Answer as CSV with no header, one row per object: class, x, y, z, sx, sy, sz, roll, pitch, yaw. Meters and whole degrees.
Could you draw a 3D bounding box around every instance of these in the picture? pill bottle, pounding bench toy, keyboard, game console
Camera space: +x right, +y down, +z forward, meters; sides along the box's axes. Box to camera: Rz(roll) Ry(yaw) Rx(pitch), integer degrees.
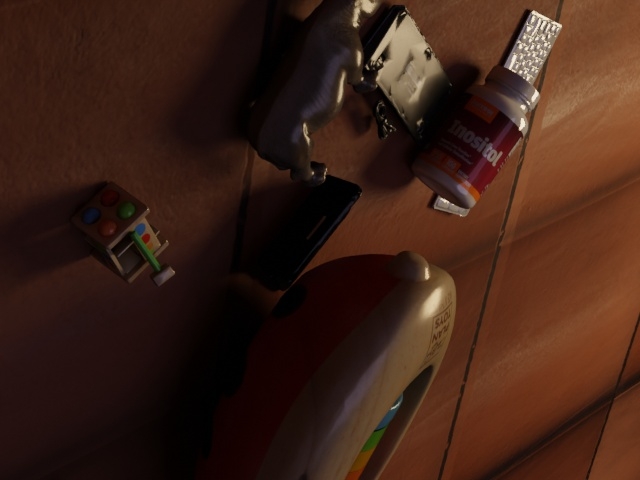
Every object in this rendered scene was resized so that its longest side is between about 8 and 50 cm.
pill bottle,0.177,-0.118,1.612,0.152,0.086,0.086,-54,148,-5
pounding bench toy,-0.166,-0.002,1.253,0.052,0.083,0.065,-46,147,-17
keyboard,0.082,-0.162,1.507,0.108,0.023,0.180,-59,148,-9
keyboard,0.208,-0.147,1.696,0.072,0.014,0.256,9,110,-56
game console,0.000,0.000,1.495,0.071,0.107,0.122,43,80,-29

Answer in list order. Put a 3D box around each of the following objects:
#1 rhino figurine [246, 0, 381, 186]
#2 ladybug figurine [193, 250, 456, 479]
rhino figurine,0.008,-0.172,1.351,0.106,0.073,0.243,15,104,-60
ladybug figurine,-0.008,0.184,1.516,0.305,0.162,0.449,-29,149,-61
